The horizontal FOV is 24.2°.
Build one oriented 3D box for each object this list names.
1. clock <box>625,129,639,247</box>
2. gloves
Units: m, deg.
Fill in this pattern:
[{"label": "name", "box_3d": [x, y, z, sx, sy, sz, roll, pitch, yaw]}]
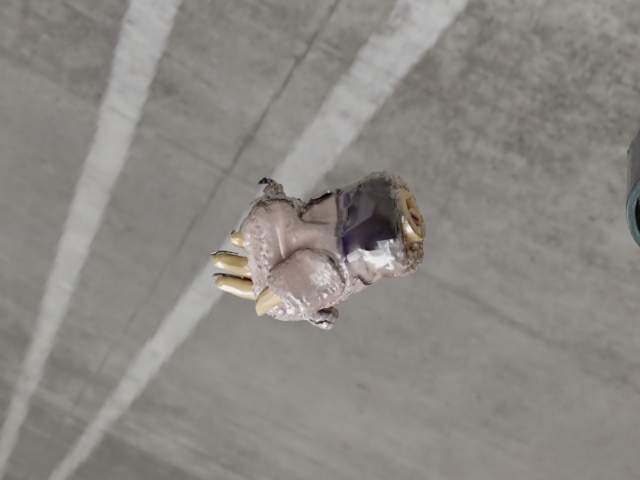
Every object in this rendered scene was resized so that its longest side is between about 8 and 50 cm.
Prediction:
[{"label": "clock", "box_3d": [0.441, -0.036, 1.386, 0.319, 0.066, 0.319, 12, 151, 7]}, {"label": "gloves", "box_3d": [0.004, 0.007, 1.048, 0.144, 0.110, 0.094, -1, 164, 29]}]
